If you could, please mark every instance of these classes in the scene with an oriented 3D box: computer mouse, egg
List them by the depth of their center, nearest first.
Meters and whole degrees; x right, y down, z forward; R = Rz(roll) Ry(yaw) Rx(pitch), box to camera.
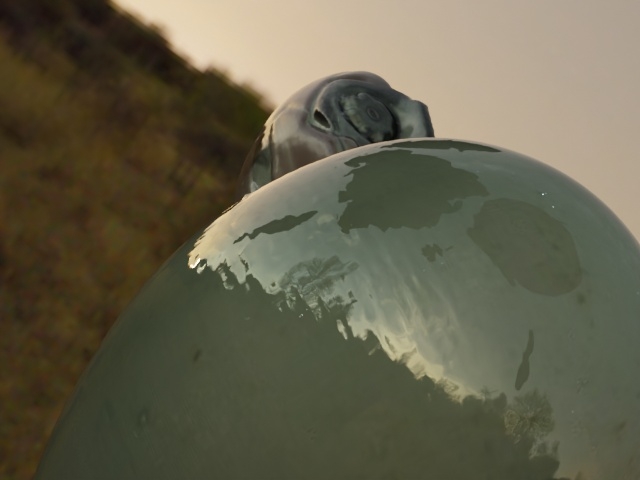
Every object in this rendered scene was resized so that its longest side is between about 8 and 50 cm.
[{"bbox_3d":[-0.003,0.111,0.744,0.230,0.371,0.230,26,37,-21],"label":"egg"},{"bbox_3d":[-0.005,-0.003,1.427,0.115,0.199,0.389,24,40,-23],"label":"computer mouse"}]
